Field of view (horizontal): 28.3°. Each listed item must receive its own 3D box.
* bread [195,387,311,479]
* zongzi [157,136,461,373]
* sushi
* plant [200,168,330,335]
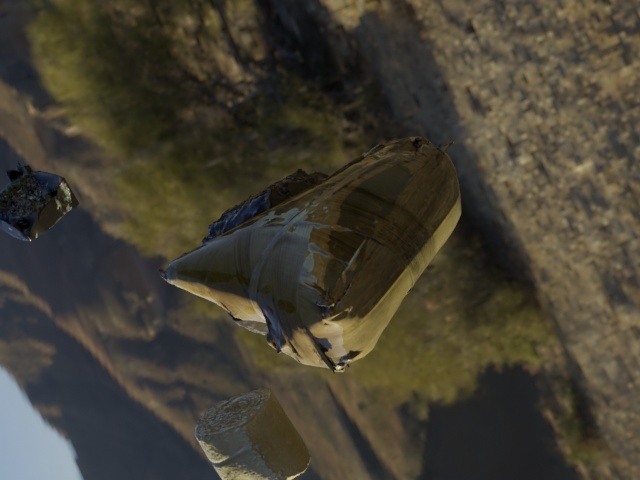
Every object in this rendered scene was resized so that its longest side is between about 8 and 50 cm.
[{"bbox_3d":[-0.110,0.330,2.051,0.141,0.148,0.134,59,-144,-16],"label":"bread"},{"bbox_3d":[-0.007,-0.007,0.969,0.197,0.194,0.099,18,146,38],"label":"zongzi"},{"bbox_3d":[-0.359,-0.045,1.556,0.084,0.083,0.056,23,155,25],"label":"sushi"},{"bbox_3d":[0.000,0.000,1.840,0.213,0.312,0.215,65,-151,-5],"label":"plant"}]
